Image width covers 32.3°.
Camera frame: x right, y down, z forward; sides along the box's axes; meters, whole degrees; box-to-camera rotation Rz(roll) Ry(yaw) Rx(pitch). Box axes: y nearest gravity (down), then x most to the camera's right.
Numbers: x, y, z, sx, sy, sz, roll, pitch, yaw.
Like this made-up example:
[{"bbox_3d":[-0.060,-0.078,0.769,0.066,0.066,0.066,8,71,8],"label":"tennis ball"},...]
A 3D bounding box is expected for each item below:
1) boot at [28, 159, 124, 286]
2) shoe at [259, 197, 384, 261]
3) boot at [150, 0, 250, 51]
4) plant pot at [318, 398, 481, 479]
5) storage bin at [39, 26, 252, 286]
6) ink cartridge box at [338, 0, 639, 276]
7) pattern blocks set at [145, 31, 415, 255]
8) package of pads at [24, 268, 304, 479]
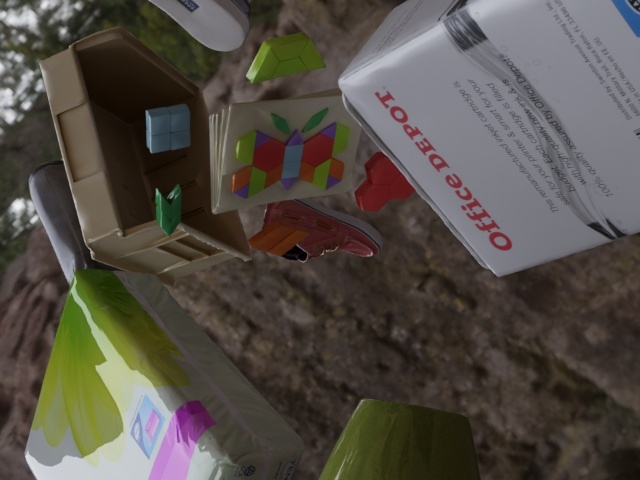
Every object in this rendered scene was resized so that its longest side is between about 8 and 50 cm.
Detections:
[{"bbox_3d":[-0.337,0.048,1.636,0.338,0.118,0.223,61,-174,-14],"label":"boot"},{"bbox_3d":[0.000,0.000,1.485,0.178,0.063,0.081,26,-119,-19],"label":"shoe"},{"bbox_3d":[-0.133,-0.260,1.009,0.190,0.069,0.086,43,-140,-40],"label":"boot"},{"bbox_3d":[0.092,0.348,1.338,0.275,0.275,0.293,20,-105,-41],"label":"plant pot"},{"bbox_3d":[-0.221,-0.098,1.403,0.260,0.123,0.262,33,-143,-69],"label":"storage bin"},{"bbox_3d":[0.256,-0.158,1.061,0.285,0.395,0.166,49,-131,-17],"label":"ink cartridge box"},{"bbox_3d":[-0.036,-0.099,1.247,0.325,0.285,0.026,-20,-137,-15],"label":"pattern blocks set"},{"bbox_3d":[-0.155,0.194,1.001,0.101,0.229,0.296,2,-151,-39],"label":"package of pads"}]
